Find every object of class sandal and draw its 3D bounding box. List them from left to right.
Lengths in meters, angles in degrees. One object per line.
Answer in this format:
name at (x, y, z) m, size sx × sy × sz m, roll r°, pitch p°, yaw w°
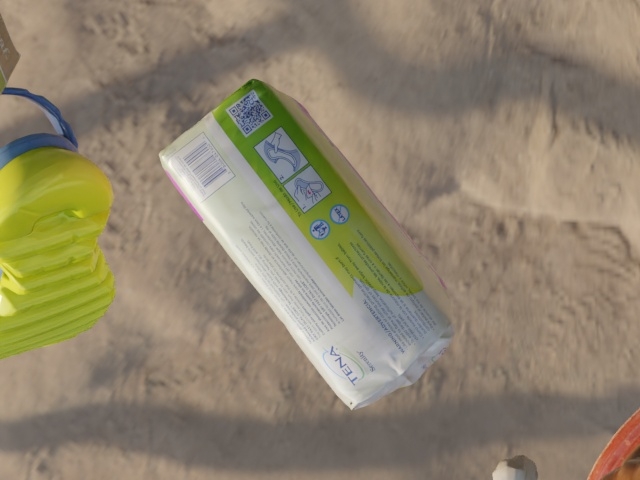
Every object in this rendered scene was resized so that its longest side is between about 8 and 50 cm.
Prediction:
sandal at (-0.236, -0.012, 1.210) m, size 0.138 × 0.126 × 0.317 m, roll 61°, pitch 152°, yaw 23°

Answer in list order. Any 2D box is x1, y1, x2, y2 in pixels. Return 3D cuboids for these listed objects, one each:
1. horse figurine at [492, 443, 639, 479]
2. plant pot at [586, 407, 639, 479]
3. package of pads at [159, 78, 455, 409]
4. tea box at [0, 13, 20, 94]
horse figurine at (0.160, 0.121, 0.620) m, size 0.066 × 0.174 × 0.263 m, roll -2°, pitch 145°, yaw 39°
plant pot at (0.316, 0.237, 0.893) m, size 0.272 × 0.265 × 0.272 m, roll -3°, pitch 111°, yaw -7°
package of pads at (0.000, 0.000, 1.133) m, size 0.101 × 0.296 × 0.229 m, roll -38°, pitch 90°, yaw 5°
tea box at (-0.410, -0.100, 0.943) m, size 0.329 × 0.323 × 0.220 m, roll -8°, pitch 125°, yaw 14°
